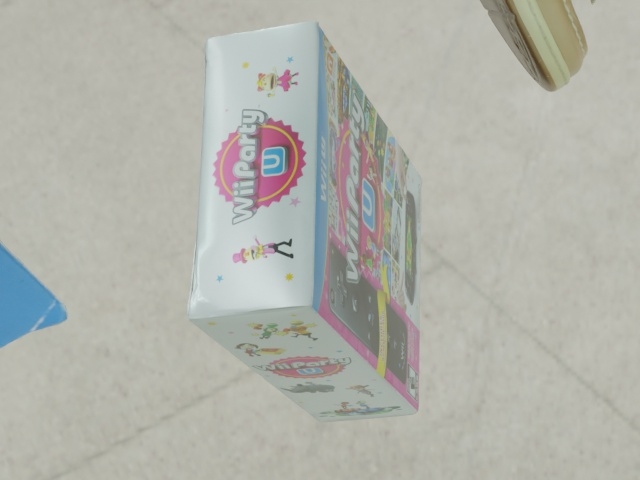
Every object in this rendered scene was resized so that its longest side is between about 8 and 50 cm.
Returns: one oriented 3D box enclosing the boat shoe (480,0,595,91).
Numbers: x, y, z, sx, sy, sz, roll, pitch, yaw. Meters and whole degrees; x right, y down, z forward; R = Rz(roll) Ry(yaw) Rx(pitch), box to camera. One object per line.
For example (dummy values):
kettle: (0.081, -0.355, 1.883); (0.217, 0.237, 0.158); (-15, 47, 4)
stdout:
boat shoe: (0.130, -0.242, 0.927); (0.089, 0.285, 0.104); (-22, 9, -1)

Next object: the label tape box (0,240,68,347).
label tape box: (-0.234, 0.092, 0.294); (0.347, 0.249, 0.115); (-33, 58, -2)

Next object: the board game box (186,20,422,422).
board game box: (0.000, 0.000, 1.096); (0.097, 0.303, 0.224); (-6, 68, 18)
